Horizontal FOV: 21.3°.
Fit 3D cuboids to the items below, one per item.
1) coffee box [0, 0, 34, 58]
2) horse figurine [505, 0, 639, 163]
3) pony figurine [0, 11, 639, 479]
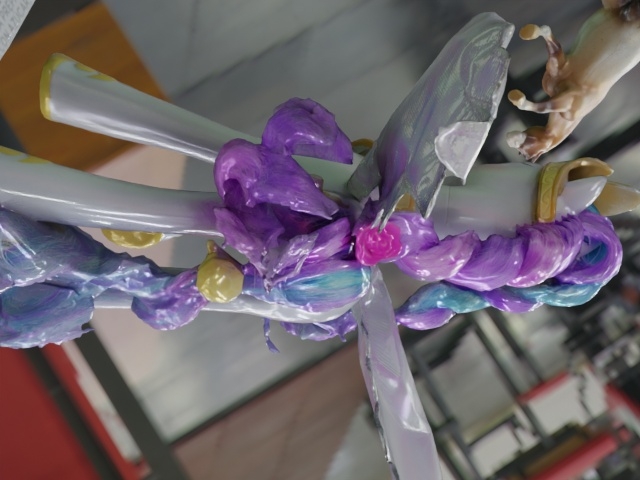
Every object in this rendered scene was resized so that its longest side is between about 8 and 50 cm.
[{"bbox_3d":[-0.315,-0.146,0.511,0.334,0.338,0.337,54,50,-46],"label":"coffee box"},{"bbox_3d":[0.240,-0.181,1.450,0.263,0.066,0.174,-54,151,5],"label":"horse figurine"},{"bbox_3d":[0.000,0.000,0.904,0.351,0.363,0.302,-73,170,-70],"label":"pony figurine"}]
